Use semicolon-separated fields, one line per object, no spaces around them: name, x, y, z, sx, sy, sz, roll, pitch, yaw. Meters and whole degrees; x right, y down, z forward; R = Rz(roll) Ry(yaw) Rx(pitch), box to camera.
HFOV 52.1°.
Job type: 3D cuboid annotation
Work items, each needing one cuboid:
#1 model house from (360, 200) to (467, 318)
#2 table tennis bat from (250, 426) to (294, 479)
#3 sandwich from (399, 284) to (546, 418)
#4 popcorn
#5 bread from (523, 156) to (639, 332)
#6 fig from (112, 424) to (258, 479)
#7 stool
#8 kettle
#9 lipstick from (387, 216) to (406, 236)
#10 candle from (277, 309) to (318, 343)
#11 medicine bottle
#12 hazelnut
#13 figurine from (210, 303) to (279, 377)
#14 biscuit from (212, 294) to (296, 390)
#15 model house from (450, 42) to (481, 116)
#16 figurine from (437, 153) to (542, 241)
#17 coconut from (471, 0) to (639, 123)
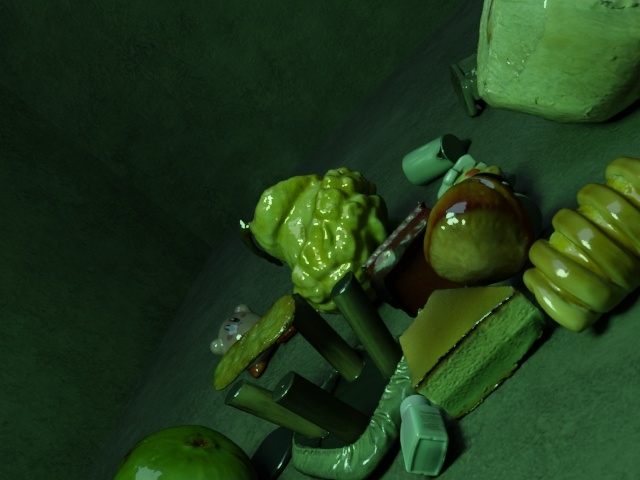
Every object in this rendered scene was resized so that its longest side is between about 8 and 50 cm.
model house;0.196;0.040;1.320;0.196;0.160;0.254;-49;7;6
table tennis bat;-0.135;0.491;1.455;0.236;0.027;0.150;-38;20;36
sandwich;0.239;0.141;1.045;0.220;0.108;0.186;-48;16;17
popcorn;0.000;0.000;1.541;0.349;0.381;0.349;3;-90;-86
bread;0.414;-0.025;0.912;0.311;0.121;0.173;-48;13;12
fig;-0.276;0.538;1.291;0.316;0.316;0.316;-46;16;17
stool;0.013;0.255;1.213;0.310;0.226;0.310;-29;26;58
kettle;0.312;-0.214;1.746;0.148;0.126;0.098;-28;58;49
lipstick;0.183;-0.023;1.663;0.076;0.076;0.304;-52;15;-7
candle;-0.068;0.233;1.830;0.162;0.053;0.048;-43;22;19
medicine bottle;0.154;0.291;0.997;0.118;0.055;0.074;-95;13;-69
hazelnut;0.259;-0.010;1.046;0.182;0.182;0.182;-46;16;17
figurine;-0.214;0.286;1.891;0.173;0.173;0.173;-46;16;17
biscuit;-0.127;0.201;1.269;0.247;0.029;0.118;-44;22;21
model house;0.461;-0.470;1.854;0.188;0.122;0.229;-32;35;17
figurine;0.309;-0.076;1.251;0.133;0.176;0.236;-62;15;20
coconut;0.483;-0.403;1.196;0.404;0.404;0.404;-46;16;17
